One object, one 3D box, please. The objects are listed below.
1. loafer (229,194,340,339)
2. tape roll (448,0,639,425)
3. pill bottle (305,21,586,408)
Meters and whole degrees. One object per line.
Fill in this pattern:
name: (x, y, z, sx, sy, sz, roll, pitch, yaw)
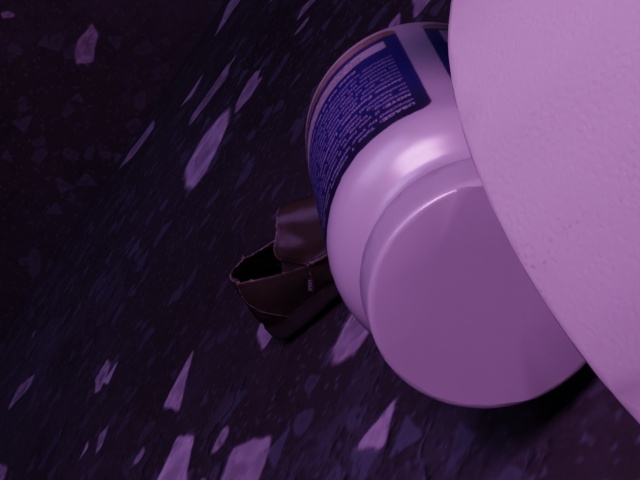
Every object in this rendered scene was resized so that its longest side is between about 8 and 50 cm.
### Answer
loafer: (0.000, 0.000, 1.096, 0.220, 0.078, 0.080, -45, 20, 36)
tape roll: (0.181, -0.049, 0.387, 0.169, 0.246, 0.246, -42, 22, 39)
pill bottle: (0.074, -0.022, 0.797, 0.153, 0.153, 0.265, -52, 17, 16)
